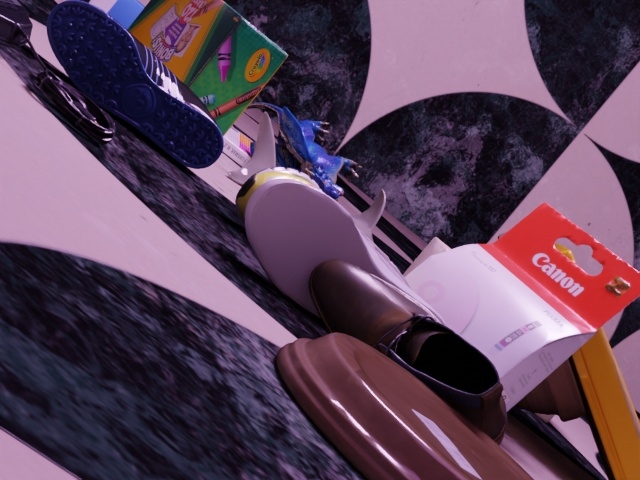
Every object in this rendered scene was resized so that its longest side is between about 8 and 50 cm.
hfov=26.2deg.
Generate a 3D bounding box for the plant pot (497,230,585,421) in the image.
[{"bbox_3d":[0.227,0.113,1.641,0.237,0.109,0.237,-20,90,-83],"label":"plant pot"}]

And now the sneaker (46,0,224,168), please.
[{"bbox_3d":[-0.199,-0.165,1.462,0.232,0.081,0.090,45,1,-18],"label":"sneaker"}]

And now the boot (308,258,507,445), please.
[{"bbox_3d":[0.074,0.075,1.128,0.219,0.082,0.106,42,-20,19],"label":"boot"}]

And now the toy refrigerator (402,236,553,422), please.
[{"bbox_3d":[0.232,0.120,1.879,0.269,0.102,0.094,38,6,-12],"label":"toy refrigerator"}]

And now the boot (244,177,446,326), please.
[{"bbox_3d":[0.008,0.026,1.279,0.258,0.095,0.123,46,-5,-29],"label":"boot"}]

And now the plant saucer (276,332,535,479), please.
[{"bbox_3d":[0.087,0.154,0.953,0.278,0.041,0.278,40,6,-5],"label":"plant saucer"}]

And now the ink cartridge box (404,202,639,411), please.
[{"bbox_3d":[0.196,0.059,1.442,0.189,0.232,0.066,44,-6,45],"label":"ink cartridge box"}]

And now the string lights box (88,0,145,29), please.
[{"bbox_3d":[-0.248,-0.297,2.188,0.259,0.077,0.133,40,4,1],"label":"string lights box"}]

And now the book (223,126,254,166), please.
[{"bbox_3d":[-0.103,-0.120,1.968,0.144,0.035,0.096,38,10,-12],"label":"book"}]

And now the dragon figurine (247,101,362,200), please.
[{"bbox_3d":[-0.038,-0.128,1.926,0.144,0.085,0.289,13,36,-57],"label":"dragon figurine"}]

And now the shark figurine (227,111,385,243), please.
[{"bbox_3d":[0.018,-0.037,1.691,0.166,0.116,0.278,35,8,-49],"label":"shark figurine"}]

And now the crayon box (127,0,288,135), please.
[{"bbox_3d":[-0.163,-0.228,1.724,0.081,0.165,0.278,36,6,-32],"label":"crayon box"}]

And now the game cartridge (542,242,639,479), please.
[{"bbox_3d":[0.320,0.163,1.608,0.285,0.052,0.324,-11,79,-84],"label":"game cartridge"}]

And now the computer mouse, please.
[{"bbox_3d":[-0.269,-0.167,1.232,0.242,0.041,0.071,48,17,19],"label":"computer mouse"}]

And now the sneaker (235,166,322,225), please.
[{"bbox_3d":[0.000,0.000,1.411,0.208,0.081,0.094,36,8,-35],"label":"sneaker"}]
